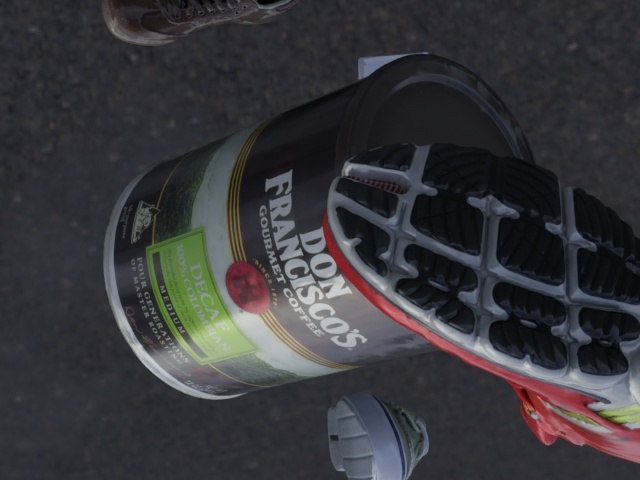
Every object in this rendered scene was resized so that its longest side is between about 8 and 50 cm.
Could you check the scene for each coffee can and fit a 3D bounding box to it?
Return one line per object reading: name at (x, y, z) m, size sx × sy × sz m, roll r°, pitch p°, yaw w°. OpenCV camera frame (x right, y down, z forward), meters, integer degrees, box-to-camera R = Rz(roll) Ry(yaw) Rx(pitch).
coffee can at (0.000, 0.000, 1.085) m, size 0.201 × 0.201 × 0.275 m, roll 13°, pitch 159°, yaw -41°

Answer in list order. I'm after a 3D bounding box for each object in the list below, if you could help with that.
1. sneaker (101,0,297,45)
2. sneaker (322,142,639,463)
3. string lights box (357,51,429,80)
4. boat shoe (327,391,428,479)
sneaker at (-0.093, -0.211, 1.232) m, size 0.188 × 0.066 × 0.071 m, roll -18°, pitch 178°, yaw -40°
sneaker at (0.115, 0.054, 0.700) m, size 0.279 × 0.107 × 0.118 m, roll 27°, pitch 144°, yaw -11°
string lights box at (0.081, -0.111, 1.601) m, size 0.077 × 0.133 × 0.259 m, roll -5°, pitch 175°, yaw 1°
boat shoe at (0.068, 0.211, 1.587) m, size 0.094 × 0.109 × 0.302 m, roll -7°, pitch 179°, yaw -7°
